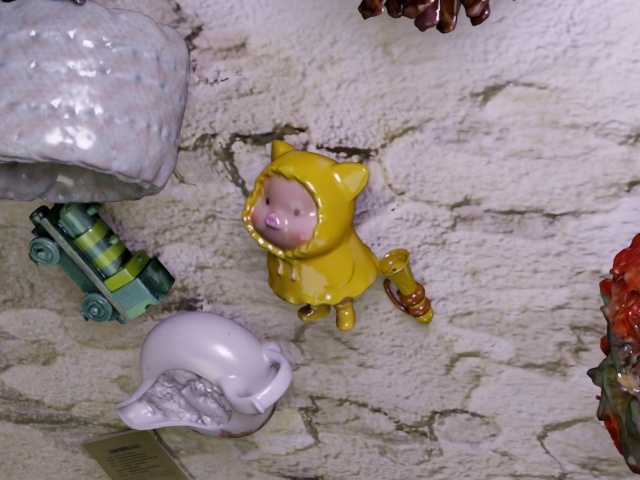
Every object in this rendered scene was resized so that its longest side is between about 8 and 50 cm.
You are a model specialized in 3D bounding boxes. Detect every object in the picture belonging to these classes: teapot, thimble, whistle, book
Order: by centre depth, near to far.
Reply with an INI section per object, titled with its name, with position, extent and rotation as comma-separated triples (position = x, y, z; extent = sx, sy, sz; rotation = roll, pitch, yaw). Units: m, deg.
[thimble]
position = -0.299, -0.149, 1.693
extent = 0.292, 0.195, 0.291
rotation = 4, 169, 1
[whistle]
position = 0.100, 0.064, 1.825
extent = 0.057, 0.046, 0.109
rotation = -10, 129, 21
[teapot]
position = -0.150, 0.191, 2.030
extent = 0.298, 0.139, 0.204
rotation = -17, 115, 42
[book]
position = -0.272, 0.379, 2.373
extent = 0.168, 0.013, 0.192
rotation = -17, 118, 41

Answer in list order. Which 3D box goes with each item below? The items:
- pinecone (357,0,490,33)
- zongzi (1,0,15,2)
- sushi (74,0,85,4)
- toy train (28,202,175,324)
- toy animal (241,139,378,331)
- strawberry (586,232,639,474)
[pinecone]
position = 0.079, -0.315, 1.367
extent = 0.292, 0.246, 0.246
rotation = 29, 142, -24
[zongzi]
position = -0.352, -0.282, 1.801
extent = 0.154, 0.062, 0.130
rotation = 22, 160, -10
[sushi]
position = -0.345, -0.407, 1.582
extent = 0.343, 0.196, 0.182
rotation = 28, 120, -1
[toy train]
position = -0.304, 0.022, 2.021
extent = 0.132, 0.083, 0.200
rotation = -30, 109, 34
[toy animal]
position = -0.004, -0.001, 1.767
extent = 0.156, 0.156, 0.229
rotation = 9, 123, 26
[strawberry]
position = 0.457, 0.109, 1.501
extent = 0.351, 0.267, 0.312
rotation = 0, 127, 1
